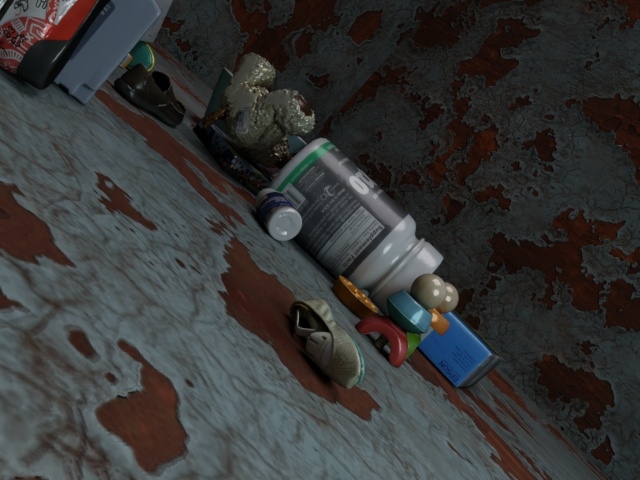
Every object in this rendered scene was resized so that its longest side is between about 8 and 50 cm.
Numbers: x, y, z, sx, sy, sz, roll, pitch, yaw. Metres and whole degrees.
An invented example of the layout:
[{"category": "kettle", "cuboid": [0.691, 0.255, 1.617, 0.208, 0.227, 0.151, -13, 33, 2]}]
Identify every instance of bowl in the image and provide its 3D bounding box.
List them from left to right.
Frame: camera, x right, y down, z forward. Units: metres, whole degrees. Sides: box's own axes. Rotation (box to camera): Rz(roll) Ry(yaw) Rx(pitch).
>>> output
[{"category": "bowl", "cuboid": [-0.203, -0.318, 1.769, 0.311, 0.163, 0.311, 41, 7, -6]}]

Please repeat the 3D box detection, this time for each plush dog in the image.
[{"category": "plush dog", "cuboid": [-0.138, -0.253, 1.423, 0.262, 0.210, 0.225, 49, -8, 33]}]

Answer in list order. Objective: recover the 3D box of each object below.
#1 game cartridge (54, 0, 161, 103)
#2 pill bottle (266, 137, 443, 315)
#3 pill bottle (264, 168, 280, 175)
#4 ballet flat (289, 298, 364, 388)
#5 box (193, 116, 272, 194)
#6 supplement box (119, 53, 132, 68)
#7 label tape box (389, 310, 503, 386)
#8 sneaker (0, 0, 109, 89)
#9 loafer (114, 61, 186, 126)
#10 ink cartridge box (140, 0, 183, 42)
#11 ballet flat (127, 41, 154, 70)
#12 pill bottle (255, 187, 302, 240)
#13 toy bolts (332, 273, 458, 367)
[{"category": "game cartridge", "cuboid": [-0.367, -0.348, 0.810, 0.297, 0.198, 0.062, 41, 2, -24]}, {"category": "pill bottle", "cuboid": [0.068, -0.026, 1.325, 0.361, 0.204, 0.204, 44, 6, 4]}, {"category": "pill bottle", "cuboid": [-0.160, -0.262, 2.018, 0.152, 0.086, 0.086, 37, 8, -47]}, {"category": "ballet flat", "cuboid": [0.000, 0.116, 0.721, 0.052, 0.057, 0.168, 10, 15, -19]}, {"category": "box", "cuboid": [-0.198, -0.190, 1.488, 0.159, 0.044, 0.233, 37, 9, -41]}, {"category": "supplement box", "cuboid": [-0.487, -0.447, 1.447, 0.098, 0.036, 0.062, 38, 8, -39]}, {"category": "label tape box", "cuboid": [0.306, 0.230, 1.524, 0.249, 0.115, 0.347, 46, 4, 24]}, {"category": "sneaker", "cuboid": [-0.314, -0.323, 0.730, 0.145, 0.270, 0.090, 33, -15, -18]}, {"category": "loafer", "cuboid": [-0.319, -0.291, 1.256, 0.080, 0.078, 0.220, 44, 7, 10]}, {"category": "ink cartridge box", "cuboid": [-0.522, -0.608, 1.484, 0.309, 0.130, 0.272, 35, 17, 4]}, {"category": "ballet flat", "cuboid": [-0.487, -0.484, 1.567, 0.231, 0.077, 0.077, 42, -10, 13]}, {"category": "pill bottle", "cuboid": [-0.084, -0.054, 1.188, 0.067, 0.067, 0.120, 38, 8, -34]}, {"category": "toy bolts", "cuboid": [0.143, 0.103, 1.126, 0.218, 0.158, 0.228, 43, 6, 5]}]
